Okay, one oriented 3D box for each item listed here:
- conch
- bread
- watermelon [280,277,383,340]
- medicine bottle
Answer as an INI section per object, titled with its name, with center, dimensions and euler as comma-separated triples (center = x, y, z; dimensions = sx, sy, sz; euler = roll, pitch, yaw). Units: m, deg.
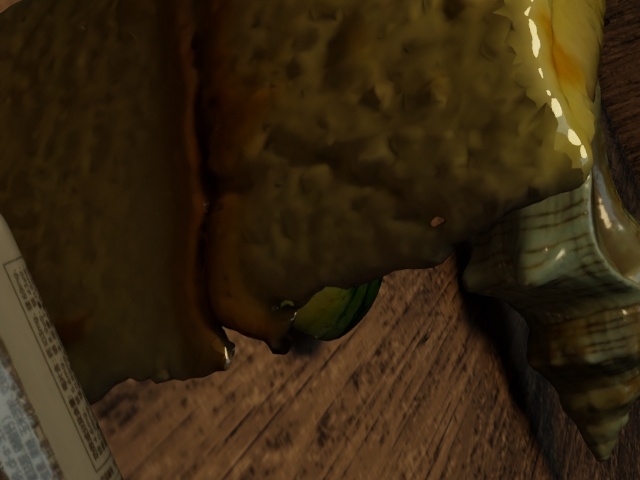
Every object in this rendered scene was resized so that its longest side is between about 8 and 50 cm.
[conch]
center = 0.197, 0.001, 0.988
dimensions = 0.203, 0.169, 0.386
euler = -41, 109, -76
[bread]
center = -0.009, -0.022, 0.415
dimensions = 0.135, 0.240, 0.178
euler = 32, 45, -49
[watermelon]
center = 0.000, 0.000, 0.648
dimensions = 0.105, 0.062, 0.105
euler = 43, 30, -32
[medicine bottle]
center = -0.110, 0.036, 0.317
dimensions = 0.140, 0.079, 0.079
euler = 67, 21, -6
